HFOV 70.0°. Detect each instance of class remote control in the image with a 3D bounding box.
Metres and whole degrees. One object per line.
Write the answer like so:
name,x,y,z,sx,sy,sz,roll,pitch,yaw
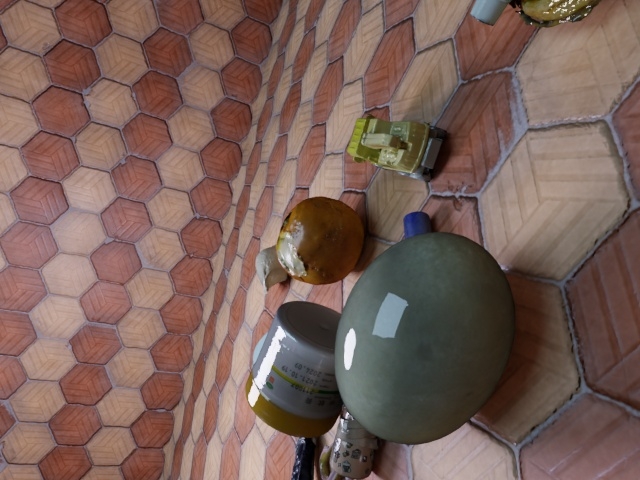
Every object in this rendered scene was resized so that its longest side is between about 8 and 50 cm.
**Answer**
remote control,-0.038,0.578,1.140,0.265,0.066,0.090,-80,16,-50

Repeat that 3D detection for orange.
orange,0.000,0.000,1.202,0.240,0.240,0.239,-43,39,51

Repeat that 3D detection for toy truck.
toy truck,0.157,-0.224,1.056,0.272,0.157,0.124,39,113,64

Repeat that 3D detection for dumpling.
dumpling,-0.178,0.112,1.670,0.215,0.126,0.166,-109,24,-47

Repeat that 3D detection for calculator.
calculator,-0.190,0.417,1.615,0.295,0.042,0.183,-52,33,41

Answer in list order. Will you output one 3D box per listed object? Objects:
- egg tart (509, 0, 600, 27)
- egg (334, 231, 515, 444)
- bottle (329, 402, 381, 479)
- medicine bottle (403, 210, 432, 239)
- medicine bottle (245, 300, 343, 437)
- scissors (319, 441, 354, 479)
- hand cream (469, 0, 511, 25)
egg tart,0.416,-0.465,0.703,0.279,0.095,0.278,-169,90,-71
egg,0.157,0.154,0.719,0.351,0.259,0.258,-65,26,18
bottle,0.078,0.408,0.959,0.099,0.099,0.152,11,89,67
medicine bottle,0.204,0.052,0.919,0.059,0.059,0.230,-44,40,51
medicine bottle,-0.032,0.298,1.086,0.231,0.238,0.238,-67,25,17
scissors,0.013,0.604,1.089,0.317,0.024,0.160,-68,27,24
hand cream,0.347,-0.506,0.711,0.331,0.058,0.085,-61,-2,40
